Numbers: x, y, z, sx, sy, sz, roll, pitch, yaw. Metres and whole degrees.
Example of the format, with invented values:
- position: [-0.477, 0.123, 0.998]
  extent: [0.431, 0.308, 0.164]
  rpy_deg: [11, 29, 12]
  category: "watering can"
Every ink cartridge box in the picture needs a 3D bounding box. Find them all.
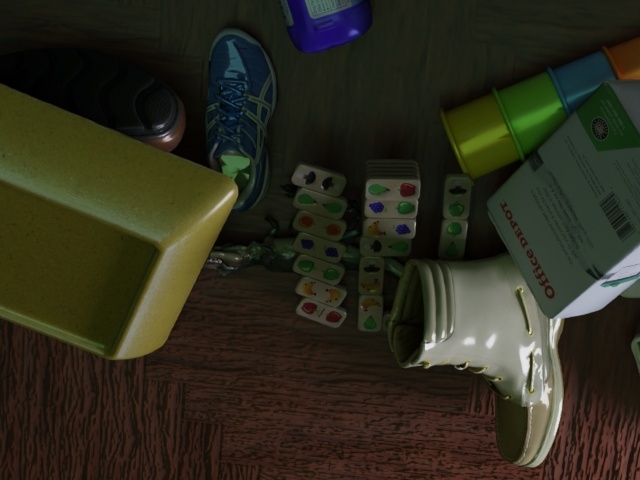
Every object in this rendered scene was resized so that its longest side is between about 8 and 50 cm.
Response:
- position: [0.296, -0.040, 1.409]
  extent: [0.219, 0.092, 0.160]
  rpy_deg: [-48, 58, 45]
  category: "ink cartridge box"

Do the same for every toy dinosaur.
- position: [0.000, 0.000, 1.539]
  extent: [0.268, 0.064, 0.118]
  rpy_deg: [8, 123, -1]
  category: "toy dinosaur"

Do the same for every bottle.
- position: [-0.026, -0.343, 1.402]
  extent: [0.092, 0.118, 0.283]
  rpy_deg: [-16, 105, 9]
  category: "bottle"

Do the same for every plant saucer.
- position: [-0.295, 0.002, 1.457]
  extent: [0.332, 0.081, 0.333]
  rpy_deg: [22, 138, -7]
  category: "plant saucer"

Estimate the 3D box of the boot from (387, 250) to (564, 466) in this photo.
- position: [0.173, 0.139, 1.504]
  extent: [0.203, 0.095, 0.262]
  rpy_deg: [-5, 106, -29]
  category: "boot"

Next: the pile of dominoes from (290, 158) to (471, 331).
- position: [0.065, 0.021, 1.492]
  extent: [0.195, 0.040, 0.251]
  rpy_deg: [1, 129, 0]
  category: "pile of dominoes"

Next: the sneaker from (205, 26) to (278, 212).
- position: [-0.089, -0.130, 1.492]
  extent: [0.080, 0.081, 0.211]
  rpy_deg: [-3, 106, 7]
  category: "sneaker"

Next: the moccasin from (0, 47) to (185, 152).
- position: [-0.331, -0.120, 1.484]
  extent: [0.379, 0.139, 0.147]
  rpy_deg: [-5, 144, 9]
  category: "moccasin"

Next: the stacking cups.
- position: [0.289, -0.159, 1.446]
  extent: [0.316, 0.096, 0.096]
  rpy_deg: [-22, 105, 11]
  category: "stacking cups"

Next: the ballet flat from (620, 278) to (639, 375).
- position: [0.404, 0.087, 1.505]
  extent: [0.147, 0.147, 0.409]
  rpy_deg: [-15, 106, 9]
  category: "ballet flat"
